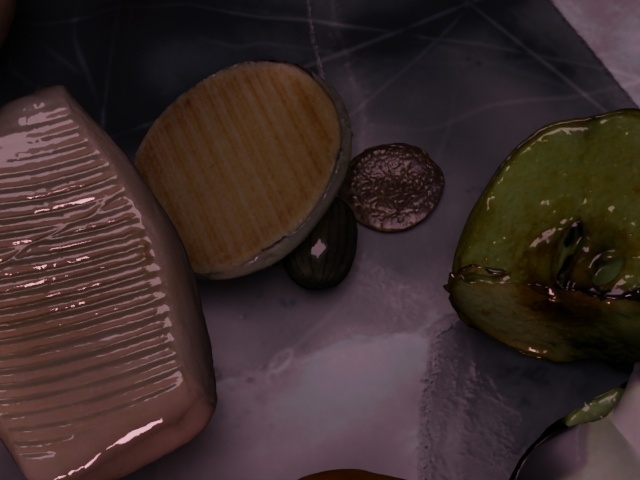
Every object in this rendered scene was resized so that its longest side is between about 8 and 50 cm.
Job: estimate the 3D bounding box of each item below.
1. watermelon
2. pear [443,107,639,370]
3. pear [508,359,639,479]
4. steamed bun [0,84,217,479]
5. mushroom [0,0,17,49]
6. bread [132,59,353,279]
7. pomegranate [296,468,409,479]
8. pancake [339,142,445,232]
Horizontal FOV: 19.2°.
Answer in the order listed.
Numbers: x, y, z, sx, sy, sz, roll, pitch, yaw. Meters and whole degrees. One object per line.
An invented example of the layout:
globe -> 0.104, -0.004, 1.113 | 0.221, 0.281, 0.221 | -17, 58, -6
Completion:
watermelon -> 0.000, 0.000, 1.980 | 0.078, 0.078, 0.110 | 9, 65, 8
pear -> 0.267, -0.015, 1.928 | 0.238, 0.164, 0.255 | 4, 60, 17
pear -> 0.360, 0.306, 1.765 | 0.399, 0.165, 0.399 | -2, 66, 4
steamed bun -> -0.245, 0.057, 1.881 | 0.247, 0.236, 0.383 | -28, 77, 1
mushroom -> -0.512, -0.289, 2.027 | 0.362, 0.294, 0.362 | -2, 67, 4
bread -> -0.085, -0.074, 1.998 | 0.267, 0.040, 0.267 | -13, 58, 23
pomegranate -> 0.020, 0.322, 1.754 | 0.233, 0.233, 0.233 | -2, 66, 3
pancake -> 0.077, -0.059, 2.036 | 0.115, 0.011, 0.115 | -2, 66, 3
